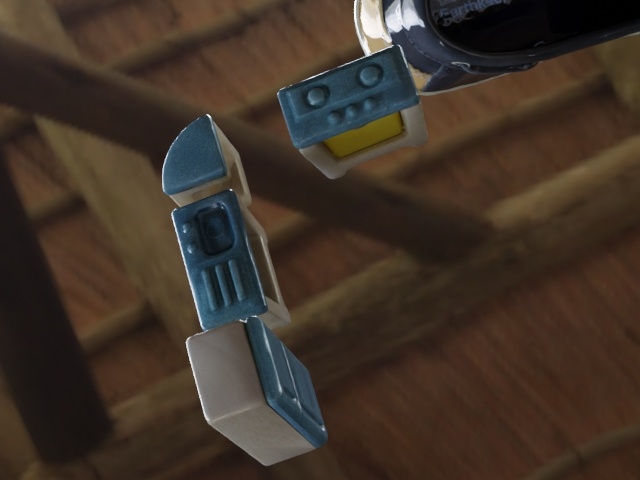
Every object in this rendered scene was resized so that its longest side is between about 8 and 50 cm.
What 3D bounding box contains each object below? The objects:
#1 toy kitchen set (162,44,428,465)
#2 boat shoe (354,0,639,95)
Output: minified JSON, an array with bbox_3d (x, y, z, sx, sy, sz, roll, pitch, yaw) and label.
[{"bbox_3d":[0.000,0.000,1.013,0.166,0.122,0.207,-20,-112,7],"label":"toy kitchen set"},{"bbox_3d":[0.270,-0.260,1.448,0.500,0.186,0.156,-23,-173,-9],"label":"boat shoe"}]
